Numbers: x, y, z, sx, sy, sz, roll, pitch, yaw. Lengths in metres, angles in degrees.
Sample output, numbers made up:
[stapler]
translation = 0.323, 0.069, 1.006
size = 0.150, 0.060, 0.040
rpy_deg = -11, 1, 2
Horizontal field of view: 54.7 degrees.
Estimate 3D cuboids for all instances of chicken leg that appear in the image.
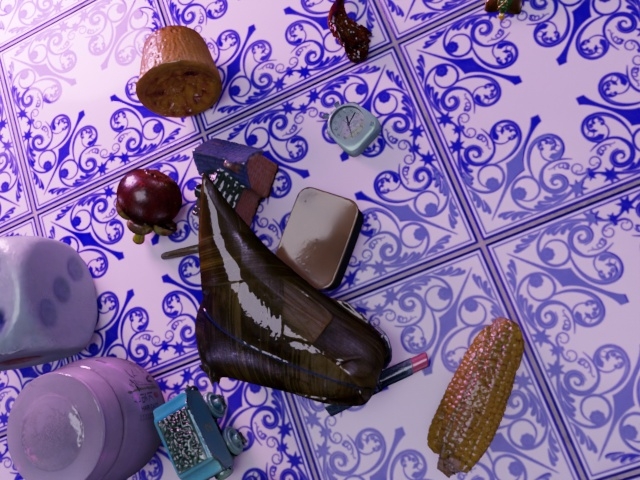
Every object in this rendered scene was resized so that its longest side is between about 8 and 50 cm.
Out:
[chicken leg]
translation = 0.059, -0.497, 1.420
size = 0.093, 0.053, 0.205
rpy_deg = -23, 82, -13

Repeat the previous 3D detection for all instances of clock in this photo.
[clock]
translation = 0.062, -0.260, 1.382
size = 0.101, 0.041, 0.135
rpy_deg = -46, 71, 5

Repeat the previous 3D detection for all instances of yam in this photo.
[yam]
translation = -0.321, 0.027, 1.451
size = 0.116, 0.021, 0.021
rpy_deg = -12, 78, 12

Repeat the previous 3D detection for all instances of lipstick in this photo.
[lipstick]
translation = 0.115, 0.287, 1.273
size = 0.234, 0.053, 0.053
rpy_deg = -28, 75, 6

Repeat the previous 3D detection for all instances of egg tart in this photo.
[egg tart]
translation = -0.338, -0.401, 1.445
size = 0.202, 0.202, 0.147
rpy_deg = -20, 67, 11

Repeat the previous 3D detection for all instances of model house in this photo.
[model house]
translation = -0.213, -0.129, 1.368
size = 0.166, 0.172, 0.183
rpy_deg = 16, 86, 16

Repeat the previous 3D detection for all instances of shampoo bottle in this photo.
[shampoo bottle]
translation = -0.483, 0.385, 1.307
size = 0.273, 0.266, 0.273
rpy_deg = -2, 81, 15

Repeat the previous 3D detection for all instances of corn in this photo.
[corn]
translation = 0.300, 0.299, 1.183
size = 0.119, 0.119, 0.322
rpy_deg = 27, 89, 18

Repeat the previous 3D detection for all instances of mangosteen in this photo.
[mangosteen]
translation = -0.405, -0.076, 1.426
size = 0.156, 0.146, 0.181
rpy_deg = 30, 90, 15

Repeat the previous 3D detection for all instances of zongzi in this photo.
[zongzi]
translation = -0.060, 0.098, 1.186
size = 0.403, 0.208, 0.432
rpy_deg = 10, 115, 20

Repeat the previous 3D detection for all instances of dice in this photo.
[dice]
translation = -0.695, 0.148, 1.407
size = 0.265, 0.268, 0.262
rpy_deg = -16, 76, 13

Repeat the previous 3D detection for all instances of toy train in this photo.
[toy train]
translation = -0.254, 0.408, 1.293
size = 0.112, 0.163, 0.203
rpy_deg = -36, 73, 9

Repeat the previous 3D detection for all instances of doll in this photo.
[doll]
translation = 0.396, -0.535, 1.316
size = 0.078, 0.076, 0.113
rpy_deg = 8, 84, 8

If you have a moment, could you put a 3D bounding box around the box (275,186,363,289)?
[box]
translation = 0.000, 0.000, 1.329
size = 0.144, 0.090, 0.201
rpy_deg = 18, 86, 18
